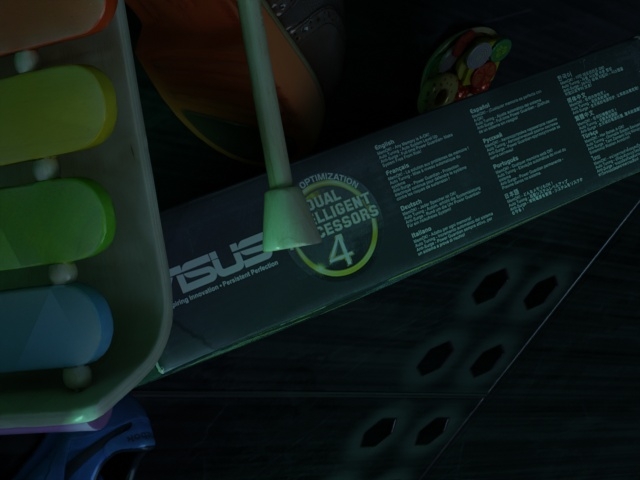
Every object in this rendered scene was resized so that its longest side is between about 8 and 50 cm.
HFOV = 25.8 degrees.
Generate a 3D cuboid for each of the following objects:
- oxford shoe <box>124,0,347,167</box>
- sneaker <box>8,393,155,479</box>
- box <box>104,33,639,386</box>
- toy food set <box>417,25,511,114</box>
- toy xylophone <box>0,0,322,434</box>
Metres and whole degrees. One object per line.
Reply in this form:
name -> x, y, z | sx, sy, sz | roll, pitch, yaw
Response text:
oxford shoe -> -0.073, -0.204, 0.793 | 0.132, 0.130, 0.363 | -63, 150, -28
sneaker -> -0.206, 0.214, 1.150 | 0.069, 0.082, 0.209 | 7, 126, -53
box -> 0.000, 0.000, 0.952 | 0.395, 0.097, 0.318 | -22, 180, -25
toy food set -> 0.114, -0.137, 1.120 | 0.083, 0.020, 0.082 | -14, 139, -35
toy xylophone -> -0.134, -0.069, 0.682 | 0.236, 0.322, 0.081 | -17, 180, 28
